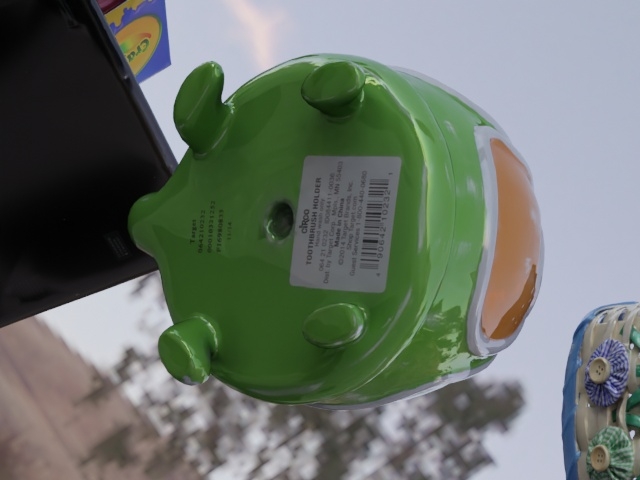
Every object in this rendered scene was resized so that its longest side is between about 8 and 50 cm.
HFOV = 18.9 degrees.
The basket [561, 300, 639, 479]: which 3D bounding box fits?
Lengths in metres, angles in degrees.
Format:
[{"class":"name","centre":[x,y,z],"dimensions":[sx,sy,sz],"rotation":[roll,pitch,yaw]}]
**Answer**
[{"class":"basket","centre":[0.300,0.161,1.660],"dimensions":[0.289,0.201,0.254],"rotation":[125,-33,-70]}]

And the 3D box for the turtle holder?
[{"class":"turtle holder","centre":[0.008,0.014,1.332],"dimensions":[0.320,0.227,0.243],"rotation":[-35,-121,35]}]

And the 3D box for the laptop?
[{"class":"laptop","centre":[-0.350,-0.114,1.609],"dimensions":[0.382,0.408,0.236],"rotation":[67,5,-54]}]

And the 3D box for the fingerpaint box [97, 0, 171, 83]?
[{"class":"fingerpaint box","centre":[-0.372,-0.258,1.963],"dimensions":[0.163,0.445,0.371],"rotation":[32,-40,32]}]
